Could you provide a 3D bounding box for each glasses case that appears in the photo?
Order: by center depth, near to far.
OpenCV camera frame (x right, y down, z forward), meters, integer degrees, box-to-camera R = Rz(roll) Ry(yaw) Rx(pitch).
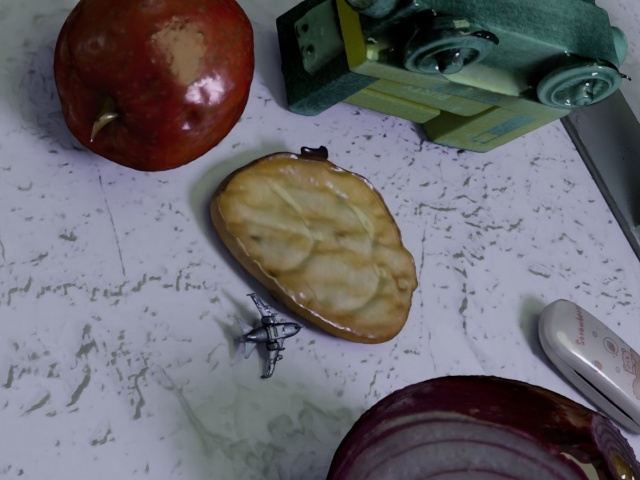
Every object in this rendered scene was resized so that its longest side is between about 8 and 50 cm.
[{"bbox_3d":[0.316,0.142,1.891,0.204,0.051,0.081,39,44,-22],"label":"glasses case"}]

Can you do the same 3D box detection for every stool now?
[{"bbox_3d":[0.478,-0.114,2.082,0.170,0.243,0.269,-22,83,-52],"label":"stool"}]

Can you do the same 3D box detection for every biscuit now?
[{"bbox_3d":[-0.004,0.001,1.662,0.260,0.041,0.203,18,56,-38],"label":"biscuit"}]

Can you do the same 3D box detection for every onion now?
[{"bbox_3d":[0.167,0.262,1.484,0.336,0.282,0.260,50,18,6],"label":"onion"}]

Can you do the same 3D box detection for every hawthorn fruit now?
[{"bbox_3d":[-0.156,-0.142,1.493,0.179,0.179,0.200,51,45,-8],"label":"hawthorn fruit"}]

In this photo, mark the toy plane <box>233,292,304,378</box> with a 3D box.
[{"bbox_3d":[-0.045,0.085,1.566,0.083,0.031,0.078,-8,86,-46],"label":"toy plane"}]

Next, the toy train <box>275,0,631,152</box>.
[{"bbox_3d":[0.138,-0.203,1.774,0.397,0.253,0.160,9,65,-44],"label":"toy train"}]
